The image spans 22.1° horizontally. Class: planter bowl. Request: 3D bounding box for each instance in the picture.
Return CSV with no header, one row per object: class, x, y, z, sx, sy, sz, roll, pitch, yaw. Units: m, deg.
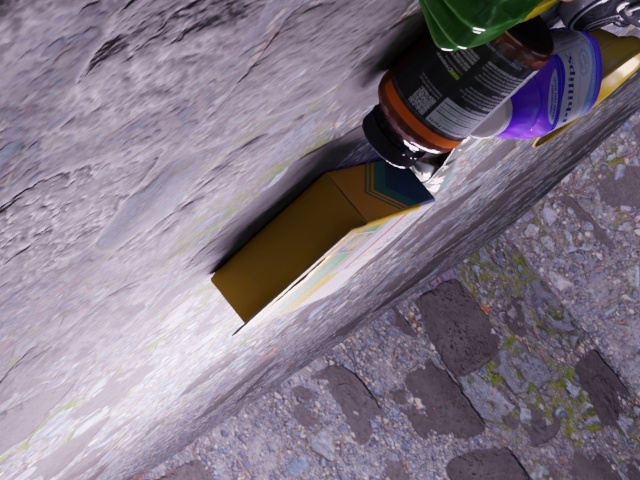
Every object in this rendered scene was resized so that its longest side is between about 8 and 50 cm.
planter bowl,0.347,-0.229,2.241,0.217,0.090,0.217,-39,172,-6

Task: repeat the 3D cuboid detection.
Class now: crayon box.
crayon box,0.000,0.000,1.998,0.203,0.083,0.323,-42,172,20

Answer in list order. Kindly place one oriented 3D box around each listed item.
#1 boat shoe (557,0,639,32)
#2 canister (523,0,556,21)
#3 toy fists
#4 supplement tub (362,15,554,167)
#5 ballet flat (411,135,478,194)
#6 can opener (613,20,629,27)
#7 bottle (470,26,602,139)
boat shoe,0.399,-0.286,1.921,0.108,0.102,0.301,-21,179,-38
canister,0.217,-0.280,1.450,0.126,0.073,0.170,-29,166,-50
toy fists,0.169,-0.258,1.292,0.142,0.096,0.279,-43,175,-42
supplement tub,0.129,-0.158,1.617,0.198,0.106,0.106,-43,171,31
ballet flat,0.148,-0.124,2.092,0.068,0.072,0.213,-3,154,-26
can opener,0.437,-0.333,2.167,0.073,0.059,0.186,-20,-170,47
bottle,0.253,-0.184,1.991,0.283,0.092,0.118,-26,121,-56
